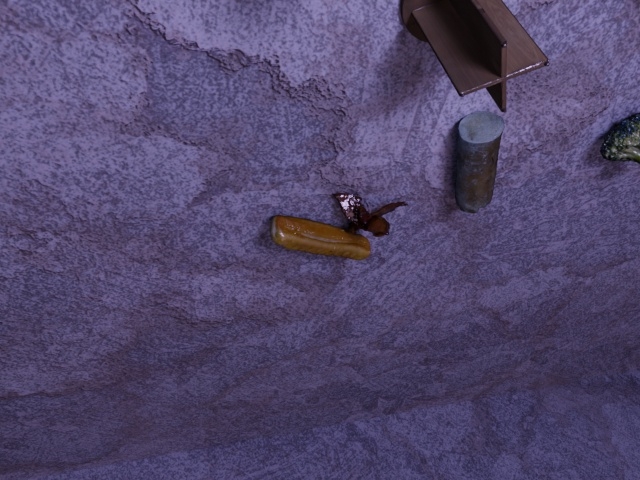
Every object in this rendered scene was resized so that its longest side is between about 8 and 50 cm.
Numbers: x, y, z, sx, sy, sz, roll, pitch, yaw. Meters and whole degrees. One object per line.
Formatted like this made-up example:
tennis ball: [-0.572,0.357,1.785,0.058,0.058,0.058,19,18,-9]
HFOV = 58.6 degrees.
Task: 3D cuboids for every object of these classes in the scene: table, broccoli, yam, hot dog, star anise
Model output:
table: [0.239,-0.318,0.884,0.167,0.226,0.167,-11,145,-8]
broccoli: [0.733,-0.210,1.284,0.167,0.160,0.154,-7,172,-30]
yam: [0.344,-0.163,1.253,0.093,0.093,0.259,-16,145,0]
hot dog: [0.002,0.000,1.346,0.286,0.087,0.061,16,139,-32]
star anise: [0.129,-0.073,1.313,0.144,0.158,0.140,-50,154,-9]
